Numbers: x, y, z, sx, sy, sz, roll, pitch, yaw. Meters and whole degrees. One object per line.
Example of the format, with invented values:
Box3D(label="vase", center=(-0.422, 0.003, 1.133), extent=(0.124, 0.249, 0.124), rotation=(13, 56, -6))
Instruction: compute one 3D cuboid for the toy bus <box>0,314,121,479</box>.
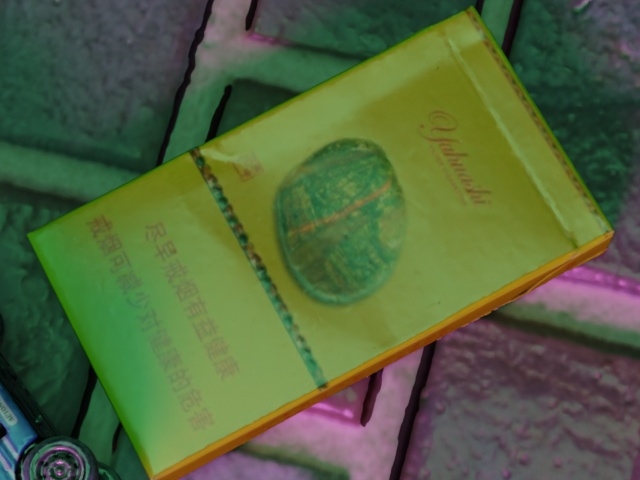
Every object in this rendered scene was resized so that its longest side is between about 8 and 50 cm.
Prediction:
Box3D(label="toy bus", center=(-0.225, 0.118, 0.904), extent=(0.134, 0.113, 0.246), rotation=(-35, 76, -9))

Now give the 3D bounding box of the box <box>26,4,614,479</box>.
Box3D(label="box", center=(0.000, 0.000, 0.969), extent=(0.335, 0.047, 0.187), rotation=(-28, 74, -6))
